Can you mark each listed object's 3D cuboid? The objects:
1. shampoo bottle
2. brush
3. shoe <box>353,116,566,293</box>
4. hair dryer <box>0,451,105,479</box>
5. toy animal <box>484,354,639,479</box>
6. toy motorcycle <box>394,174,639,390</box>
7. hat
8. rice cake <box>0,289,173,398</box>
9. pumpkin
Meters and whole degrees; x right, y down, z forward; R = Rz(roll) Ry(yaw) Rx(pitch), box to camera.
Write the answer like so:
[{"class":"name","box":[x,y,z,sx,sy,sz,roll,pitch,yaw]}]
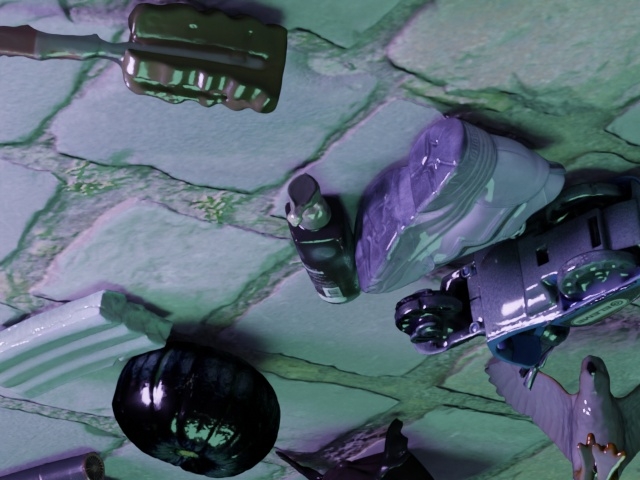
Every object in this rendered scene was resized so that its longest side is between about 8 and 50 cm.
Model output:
[{"class":"shampoo bottle","box":[0.001,-0.001,1.729,0.057,0.063,0.207,-9,152,9]},{"class":"brush","box":[-0.178,-0.159,1.416,0.301,0.084,0.071,7,152,-4]},{"class":"shoe","box":[0.127,-0.022,1.666,0.138,0.095,0.245,14,142,-22]},{"class":"hair dryer","box":[-0.331,0.348,2.386,0.173,0.050,0.195,-15,153,29]},{"class":"toy animal","box":[0.300,0.267,1.958,0.225,0.284,0.302,-3,180,8]},{"class":"toy motorcycle","box":[0.251,0.051,1.780,0.359,0.125,0.213,-27,146,37]},{"class":"hat","box":[0.095,0.337,2.304,0.336,0.208,0.238,-6,178,-31]},{"class":"rice cake","box":[-0.288,0.119,1.954,0.237,0.043,0.127,-20,146,31]},{"class":"pumpkin","box":[-0.141,0.192,2.004,0.202,0.140,0.202,12,156,6]}]
